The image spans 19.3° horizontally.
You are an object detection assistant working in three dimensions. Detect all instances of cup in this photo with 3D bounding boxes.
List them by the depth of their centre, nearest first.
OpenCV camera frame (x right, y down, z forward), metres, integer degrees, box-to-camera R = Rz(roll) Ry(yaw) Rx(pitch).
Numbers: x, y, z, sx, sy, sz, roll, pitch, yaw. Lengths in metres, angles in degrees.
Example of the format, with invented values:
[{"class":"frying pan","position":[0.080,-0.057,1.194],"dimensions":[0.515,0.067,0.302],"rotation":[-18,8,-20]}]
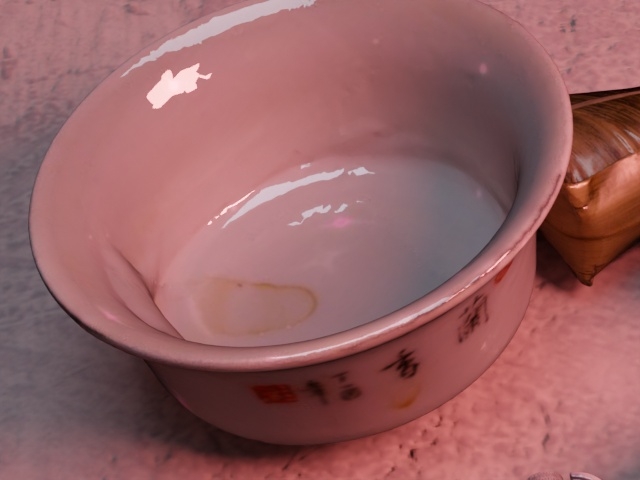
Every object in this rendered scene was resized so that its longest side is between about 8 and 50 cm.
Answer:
[{"class":"cup","position":[0.000,0.000,1.218],"dimensions":[0.347,0.163,0.347],"rotation":[-9,44,9]}]

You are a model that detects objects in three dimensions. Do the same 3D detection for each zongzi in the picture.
[{"class":"zongzi","position":[0.203,-0.079,1.331],"dimensions":[0.205,0.094,0.204],"rotation":[-25,35,-21]}]

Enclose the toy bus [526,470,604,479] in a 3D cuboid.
[{"class":"toy bus","position":[0.089,0.190,1.063],"dimensions":[0.174,0.077,0.079],"rotation":[-12,42,-2]}]
